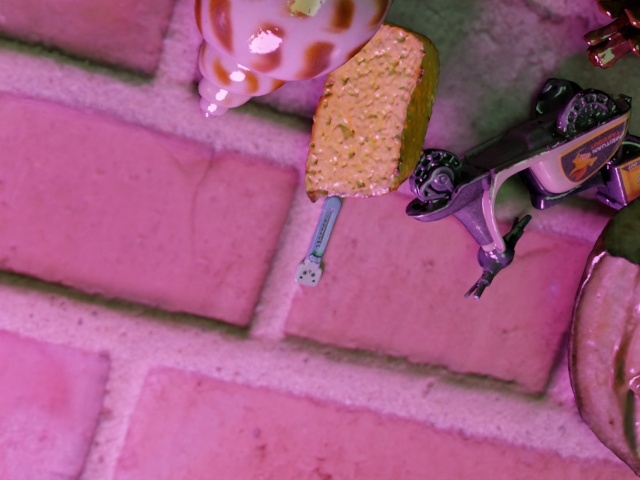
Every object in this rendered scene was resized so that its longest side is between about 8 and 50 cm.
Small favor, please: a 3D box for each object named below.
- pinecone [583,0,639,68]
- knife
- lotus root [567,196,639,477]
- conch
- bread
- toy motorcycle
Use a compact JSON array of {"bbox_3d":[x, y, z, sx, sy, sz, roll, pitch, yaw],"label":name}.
[{"bbox_3d":[0.347,-0.241,1.303,0.212,0.185,0.168,-20,123,7],"label":"pinecone"},{"bbox_3d":[0.000,0.000,1.353,0.027,0.010,0.096,16,99,-19],"label":"knife"},{"bbox_3d":[0.362,0.091,1.412,0.210,0.142,0.314,0,126,11],"label":"lotus root"},{"bbox_3d":[-0.027,-0.226,1.217,0.275,0.183,0.149,-41,141,4],"label":"conch"},{"bbox_3d":[0.049,-0.119,1.289,0.103,0.065,0.187,14,94,22],"label":"bread"},{"bbox_3d":[0.209,-0.060,1.354,0.263,0.091,0.157,-26,113,-10],"label":"toy motorcycle"}]
